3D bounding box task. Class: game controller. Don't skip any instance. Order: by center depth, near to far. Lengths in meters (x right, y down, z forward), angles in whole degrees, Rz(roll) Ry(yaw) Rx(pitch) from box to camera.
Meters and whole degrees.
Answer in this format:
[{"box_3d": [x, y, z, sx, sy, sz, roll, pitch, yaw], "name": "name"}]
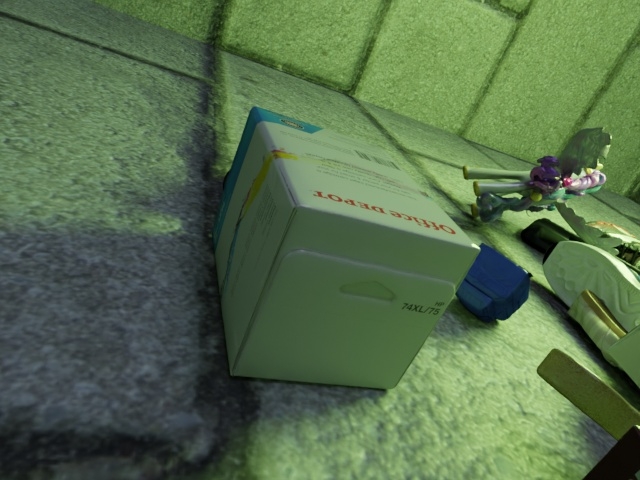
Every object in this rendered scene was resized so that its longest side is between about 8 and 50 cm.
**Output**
[{"box_3d": [0.679, 0.048, 1.217, 0.319, 0.067, 0.166, 36, 42, 26], "name": "game controller"}]

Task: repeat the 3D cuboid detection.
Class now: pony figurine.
[{"box_3d": [0.568, -0.135, 1.181, 0.364, 0.302, 0.351, -6, 19, 11], "name": "pony figurine"}]

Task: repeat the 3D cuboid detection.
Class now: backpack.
[{"box_3d": [0.271, 0.076, 0.753, 0.098, 0.101, 0.120, 48, 2, 35], "name": "backpack"}]

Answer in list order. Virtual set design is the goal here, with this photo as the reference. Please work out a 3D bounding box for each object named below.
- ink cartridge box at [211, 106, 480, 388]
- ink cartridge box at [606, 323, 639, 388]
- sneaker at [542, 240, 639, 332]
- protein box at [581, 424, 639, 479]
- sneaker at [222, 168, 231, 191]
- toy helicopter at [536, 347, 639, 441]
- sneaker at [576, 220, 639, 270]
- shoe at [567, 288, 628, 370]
[{"box_3d": [0.000, 0.000, 0.550, 0.198, 0.197, 0.270, 13, 27, -23], "name": "ink cartridge box"}, {"box_3d": [0.558, 0.211, 0.638, 0.197, 0.114, 0.273, -4, 52, -45], "name": "ink cartridge box"}, {"box_3d": [0.628, 0.130, 0.941, 0.236, 0.130, 0.323, 17, 19, -36], "name": "sneaker"}, {"box_3d": [0.227, 0.246, 0.256, 0.200, 0.201, 0.136, 20, 25, -7], "name": "protein box"}, {"box_3d": [-0.081, -0.096, 0.818, 0.124, 0.107, 0.283, 21, 17, 32], "name": "sneaker"}, {"box_3d": [0.368, 0.234, 0.466, 0.355, 0.140, 0.235, 41, 6, 10], "name": "toy helicopter"}, {"box_3d": [0.879, 0.032, 1.351, 0.276, 0.097, 0.135, 31, 24, 12], "name": "sneaker"}, {"box_3d": [0.506, 0.178, 0.808, 0.076, 0.058, 0.219, 32, 26, -28], "name": "shoe"}]
